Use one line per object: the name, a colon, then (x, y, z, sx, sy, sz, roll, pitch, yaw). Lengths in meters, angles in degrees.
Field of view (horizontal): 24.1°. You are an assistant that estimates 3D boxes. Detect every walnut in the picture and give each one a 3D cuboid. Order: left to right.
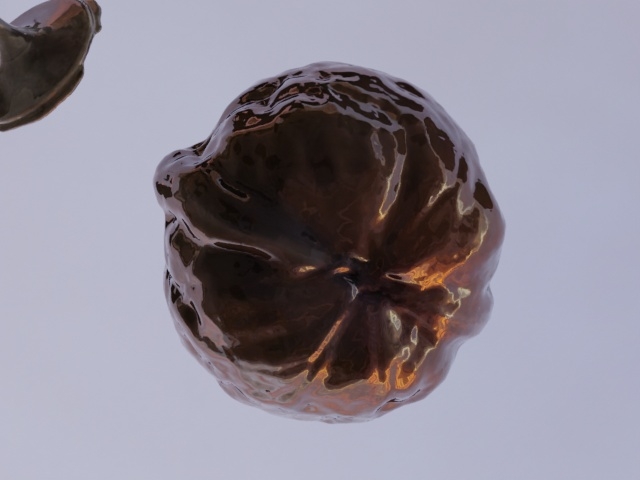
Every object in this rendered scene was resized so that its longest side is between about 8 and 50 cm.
walnut: (0.002, 0.000, 1.026, 0.248, 0.248, 0.248, -1, -93, 14)

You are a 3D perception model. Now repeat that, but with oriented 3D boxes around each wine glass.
wine glass: (-0.200, -0.146, 0.767, 0.122, 0.183, 0.122, -20, -131, 24)
